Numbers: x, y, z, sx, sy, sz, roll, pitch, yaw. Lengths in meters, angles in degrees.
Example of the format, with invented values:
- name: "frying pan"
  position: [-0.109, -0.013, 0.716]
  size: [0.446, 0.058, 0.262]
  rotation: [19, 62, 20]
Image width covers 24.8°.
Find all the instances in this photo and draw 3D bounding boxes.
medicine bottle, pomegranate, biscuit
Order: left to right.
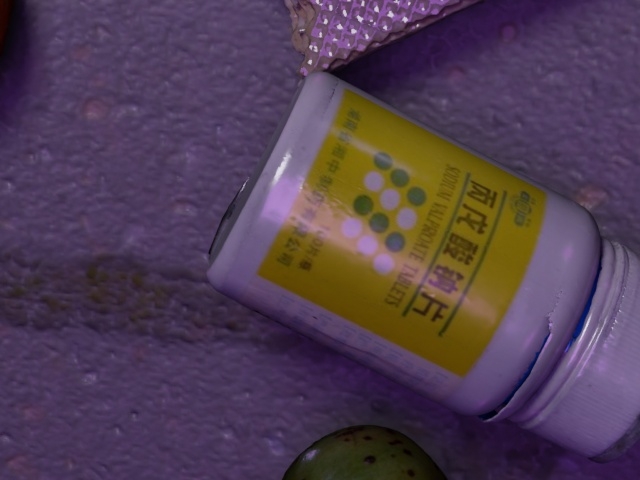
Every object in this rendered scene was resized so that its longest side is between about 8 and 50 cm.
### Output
- name: "pomegranate"
  position: [0.021, 0.172, 0.895]
  size: [0.130, 0.130, 0.130]
  rotation: [2, 101, 9]
- name: "biscuit"
  position: [0.070, -0.186, 0.852]
  size: [0.238, 0.062, 0.108]
  rotation: [-24, 94, 12]
- name: "medicine bottle"
  position: [0.075, 0.019, 0.840]
  size: [0.258, 0.143, 0.143]
  rotation: [27, 104, -7]

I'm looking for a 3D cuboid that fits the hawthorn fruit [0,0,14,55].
- name: "hawthorn fruit"
  position: [-0.245, -0.146, 0.887]
  size: [0.128, 0.128, 0.128]
  rotation: [2, 101, 9]
